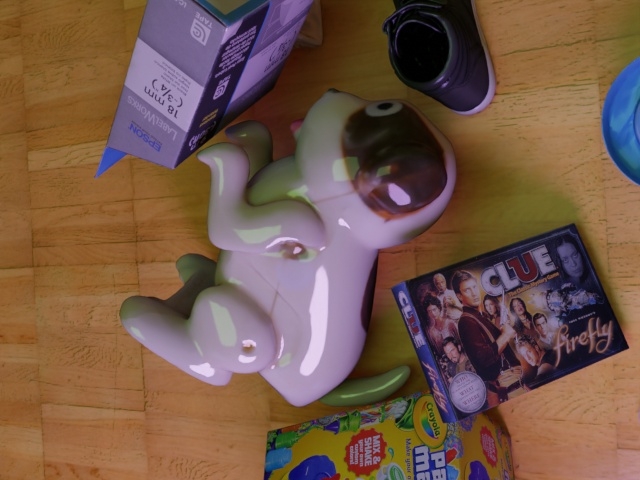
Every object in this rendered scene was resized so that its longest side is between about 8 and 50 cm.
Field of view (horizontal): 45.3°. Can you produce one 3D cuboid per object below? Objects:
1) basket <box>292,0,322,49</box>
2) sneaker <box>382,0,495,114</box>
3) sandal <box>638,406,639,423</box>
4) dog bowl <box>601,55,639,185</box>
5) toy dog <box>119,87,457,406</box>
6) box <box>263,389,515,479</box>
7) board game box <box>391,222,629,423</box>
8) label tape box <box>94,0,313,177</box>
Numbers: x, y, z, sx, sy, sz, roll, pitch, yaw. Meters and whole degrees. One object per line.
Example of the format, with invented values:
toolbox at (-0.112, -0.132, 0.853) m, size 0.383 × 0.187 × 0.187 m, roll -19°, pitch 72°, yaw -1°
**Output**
basket at (-0.072, -0.356, 1.091) m, size 0.103 × 0.113 × 0.167 m, roll -7°, pitch 88°, yaw 30°
sneaker at (0.127, -0.305, 0.966) m, size 0.104 × 0.147 × 0.295 m, roll -24°, pitch 79°, yaw 29°
sandal at (0.488, 0.197, 0.835) m, size 0.265 × 0.076 × 0.102 m, roll -3°, pitch 75°, yaw 49°
dog bowl at (0.462, -0.156, 0.832) m, size 0.297 × 0.074 × 0.166 m, roll -23°, pitch 81°, yaw 26°
toy dog at (0.000, 0.000, 0.975) m, size 0.395 × 0.284 × 0.408 m, roll 38°, pitch 109°, yaw 8°
box at (0.084, 0.366, 0.922) m, size 0.279 × 0.177 × 0.290 m, roll -22°, pitch 46°, yaw 27°
board game box at (0.222, 0.091, 0.893) m, size 0.165 × 0.243 × 0.042 m, roll 69°, pitch 160°, yaw 9°
label tape box at (-0.137, -0.210, 0.959) m, size 0.106 × 0.240 × 0.333 m, roll 37°, pitch 136°, yaw 3°
